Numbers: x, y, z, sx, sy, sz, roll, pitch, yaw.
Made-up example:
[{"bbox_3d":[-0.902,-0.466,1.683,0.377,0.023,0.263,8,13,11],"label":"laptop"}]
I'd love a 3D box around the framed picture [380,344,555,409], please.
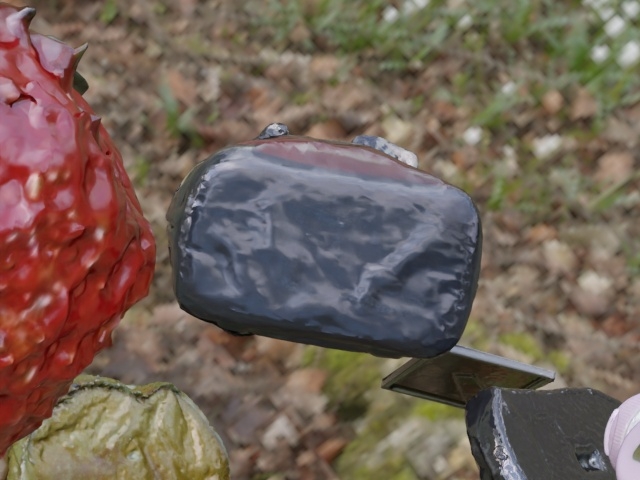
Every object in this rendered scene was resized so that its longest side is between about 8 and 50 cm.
[{"bbox_3d":[0.126,0.122,1.542,0.109,0.149,0.011,17,69,-12],"label":"framed picture"}]

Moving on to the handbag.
[{"bbox_3d":[0.000,0.000,1.433,0.254,0.181,0.181,8,93,-6],"label":"handbag"}]

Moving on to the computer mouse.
[{"bbox_3d":[0.178,0.184,1.347,0.269,0.086,0.137,7,52,-57],"label":"computer mouse"}]

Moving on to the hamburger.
[{"bbox_3d":[-0.223,0.263,1.666,0.285,0.134,0.265,7,67,-40],"label":"hamburger"}]

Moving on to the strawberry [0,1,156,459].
[{"bbox_3d":[-0.209,0.015,0.760,0.257,0.257,0.277,26,81,-25],"label":"strawberry"}]

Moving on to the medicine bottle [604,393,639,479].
[{"bbox_3d":[0.238,0.133,1.011,0.115,0.219,0.078,-32,104,-13],"label":"medicine bottle"}]
